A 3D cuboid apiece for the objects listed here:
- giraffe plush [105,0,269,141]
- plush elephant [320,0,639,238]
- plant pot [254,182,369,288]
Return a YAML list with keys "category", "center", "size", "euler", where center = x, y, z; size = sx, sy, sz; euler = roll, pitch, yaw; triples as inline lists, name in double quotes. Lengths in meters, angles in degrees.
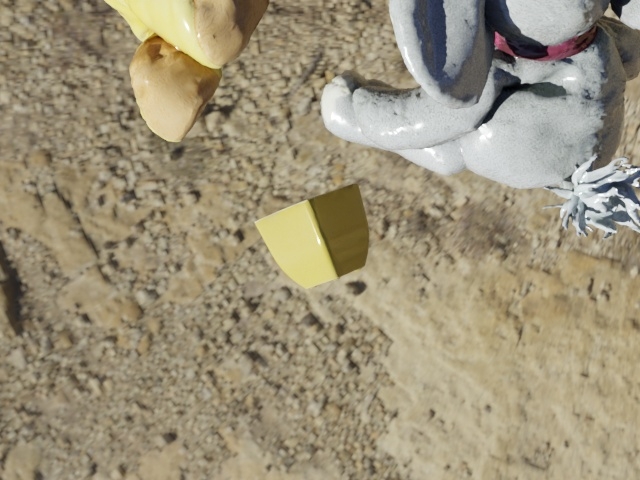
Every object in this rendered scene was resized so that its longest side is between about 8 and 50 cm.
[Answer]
- category: "giraffe plush"
  center: [-0.116, -0.180, 0.660]
  size: [0.170, 0.210, 0.181]
  euler: [28, 96, -16]
- category: "plush elephant"
  center: [0.160, -0.180, 0.931]
  size: [0.272, 0.330, 0.255]
  euler: [-17, 124, -15]
- category: "plant pot"
  center: [0.000, 0.000, 1.130]
  size: [0.081, 0.081, 0.083]
  euler: [-20, 91, 43]
